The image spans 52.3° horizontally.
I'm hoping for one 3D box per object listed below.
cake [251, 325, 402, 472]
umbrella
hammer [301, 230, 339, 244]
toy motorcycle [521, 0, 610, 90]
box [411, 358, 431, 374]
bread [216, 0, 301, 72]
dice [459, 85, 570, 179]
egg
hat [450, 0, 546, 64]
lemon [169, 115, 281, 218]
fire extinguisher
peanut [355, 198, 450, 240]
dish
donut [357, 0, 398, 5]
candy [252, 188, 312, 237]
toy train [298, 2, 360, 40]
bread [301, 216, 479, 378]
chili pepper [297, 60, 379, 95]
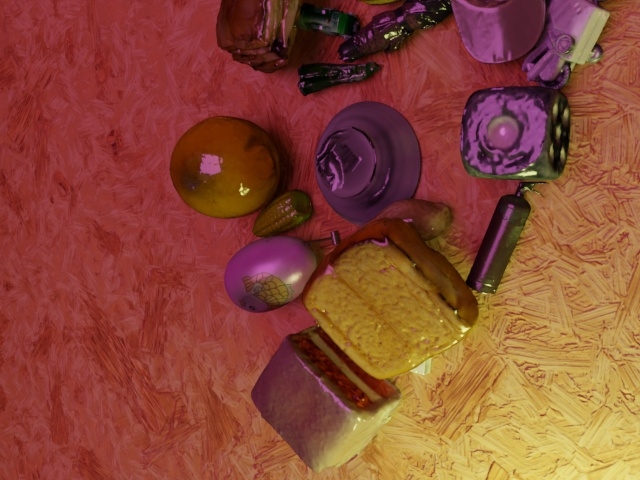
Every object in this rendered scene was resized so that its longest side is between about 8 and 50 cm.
[{"bbox_3d":[0.013,0.384,1.625,0.309,0.237,0.230,41,119,24],"label":"cake"},{"bbox_3d":[0.180,-0.501,1.524,0.326,0.090,0.094,-23,77,33],"label":"umbrella"},{"bbox_3d":[0.000,0.000,1.683,0.019,0.110,0.036,-17,84,58],"label":"hammer"},{"bbox_3d":[0.487,-0.438,1.308,0.171,0.110,0.260,51,129,42],"label":"toy motorcycle"},{"bbox_3d":[0.197,0.268,1.599,0.154,0.040,0.084,9,96,34],"label":"box"},{"bbox_3d":[-0.162,-0.574,1.650,0.324,0.166,0.278,-148,65,-67],"label":"bread"},{"bbox_3d":[0.398,-0.214,1.331,0.182,0.183,0.182,8,96,34],"label":"dice"},{"bbox_3d":[-0.134,0.082,1.734,0.271,0.196,0.196,-42,69,27],"label":"egg"},{"bbox_3d":[0.389,-0.506,1.367,0.214,0.149,0.245,-8,107,44],"label":"hat"},{"bbox_3d":[-0.252,-0.195,1.750,0.296,0.297,0.297,3,95,36],"label":"lemon"},{"bbox_3d":[0.404,-0.012,1.413,0.089,0.072,0.268,19,106,1],"label":"fire extinguisher"},{"bbox_3d":[0.187,-0.021,1.539,0.253,0.137,0.122,-36,30,32],"label":"peanut"},{"bbox_3d":[0.088,-0.189,1.605,0.316,0.106,0.317,3,96,36],"label":"dish"},{"bbox_3d":[0.192,-0.646,1.479,0.152,0.101,0.259,24,94,32],"label":"donut"},{"bbox_3d":[-0.114,-0.063,1.775,0.209,0.096,0.097,-31,75,39],"label":"candy"},{"bbox_3d":[0.013,-0.550,1.637,0.178,0.104,0.071,24,111,34],"label":"toy train"},{"bbox_3d":[0.150,0.130,1.474,0.337,0.148,0.328,44,125,-4],"label":"bread"},{"bbox_3d":[0.049,-0.424,1.650,0.226,0.059,0.088,-2,81,33],"label":"chili pepper"}]
